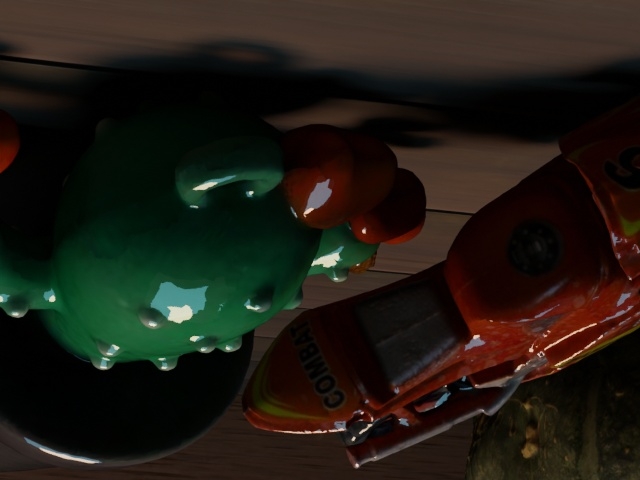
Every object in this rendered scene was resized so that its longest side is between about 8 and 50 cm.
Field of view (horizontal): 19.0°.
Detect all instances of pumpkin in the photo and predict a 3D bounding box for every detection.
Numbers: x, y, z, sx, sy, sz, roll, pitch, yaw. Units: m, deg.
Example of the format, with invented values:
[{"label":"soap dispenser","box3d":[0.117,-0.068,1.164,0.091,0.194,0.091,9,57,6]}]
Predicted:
[{"label":"pumpkin","box3d":[0.282,0.208,1.779,0.328,0.257,0.292,-14,174,42]}]

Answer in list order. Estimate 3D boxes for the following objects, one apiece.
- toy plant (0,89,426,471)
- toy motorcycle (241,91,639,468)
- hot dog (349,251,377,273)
[{"label":"toy plant","box3d":[-0.119,0.022,1.020,0.279,0.185,0.400,26,154,-21]},{"label":"toy motorcycle","box3d":[0.111,0.015,0.928,0.298,0.089,0.171,-32,166,17]},{"label":"hot dog","box3d":[0.000,0.000,1.267,0.083,0.035,0.058,11,168,-38]}]
